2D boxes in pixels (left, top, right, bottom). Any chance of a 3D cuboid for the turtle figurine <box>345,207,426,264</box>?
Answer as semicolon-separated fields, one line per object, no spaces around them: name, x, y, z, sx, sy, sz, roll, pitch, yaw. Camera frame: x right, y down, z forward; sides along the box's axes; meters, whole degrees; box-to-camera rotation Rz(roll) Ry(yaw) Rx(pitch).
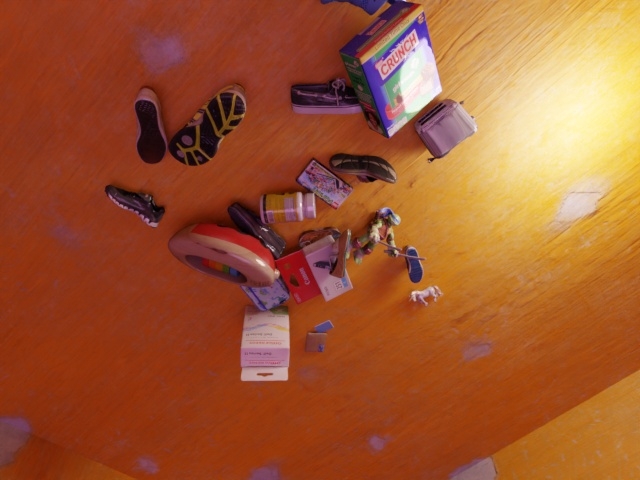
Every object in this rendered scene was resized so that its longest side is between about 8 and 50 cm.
turtle figurine;0.232;0.029;1.705;0.266;0.198;0.274;-33;82;29

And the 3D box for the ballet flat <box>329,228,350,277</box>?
ballet flat;0.073;0.055;1.678;0.073;0.080;0.232;6;120;2

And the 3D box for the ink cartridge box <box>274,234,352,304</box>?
ink cartridge box;-0.022;0.150;1.791;0.261;0.066;0.296;-26;129;-4

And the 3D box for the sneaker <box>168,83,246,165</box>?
sneaker;-0.384;-0.397;1.466;0.385;0.147;0.145;-28;123;30

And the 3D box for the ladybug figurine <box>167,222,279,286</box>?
ladybug figurine;-0.369;0.052;1.649;0.449;0.162;0.305;19;153;0

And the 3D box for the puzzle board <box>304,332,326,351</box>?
puzzle board;-0.024;0.505;2.066;0.096;0.011;0.128;3;123;-9

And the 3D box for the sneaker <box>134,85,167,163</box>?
sneaker;-0.591;-0.404;1.466;0.106;0.123;0.290;2;141;-19

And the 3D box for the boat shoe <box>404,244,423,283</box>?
boat shoe;0.413;0.102;1.857;0.066;0.066;0.183;-13;114;-1

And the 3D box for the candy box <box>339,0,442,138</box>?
candy box;0.236;-0.545;1.350;0.268;0.122;0.317;-43;136;-7

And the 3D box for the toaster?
toaster;0.450;-0.412;1.543;0.227;0.129;0.146;-38;112;17

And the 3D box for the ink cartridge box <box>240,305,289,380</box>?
ink cartridge box;-0.237;0.435;1.812;0.207;0.353;0.119;2;119;-7

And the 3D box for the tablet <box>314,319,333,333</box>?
tablet;0.017;0.421;2.030;0.083;0.006;0.054;-26;119;10

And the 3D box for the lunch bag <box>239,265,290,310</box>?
lunch bag;-0.247;0.200;1.834;0.176;0.090;0.219;-25;118;11

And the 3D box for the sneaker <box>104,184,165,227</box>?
sneaker;-0.699;-0.153;1.599;0.106;0.078;0.234;-43;118;14

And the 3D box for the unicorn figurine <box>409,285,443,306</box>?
unicorn figurine;0.488;0.262;1.967;0.162;0.060;0.111;-36;117;-5

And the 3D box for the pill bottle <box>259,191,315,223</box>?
pill bottle;-0.126;-0.129;1.634;0.208;0.119;0.119;-4;120;2

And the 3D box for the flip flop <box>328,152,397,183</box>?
flip flop;0.163;-0.267;1.614;0.277;0.112;0.080;5;144;-11

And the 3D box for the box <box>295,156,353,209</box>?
box;0.017;-0.222;1.653;0.207;0.036;0.114;33;111;-21

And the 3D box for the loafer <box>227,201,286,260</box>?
loafer;-0.254;-0.049;1.703;0.302;0.109;0.095;51;60;-26

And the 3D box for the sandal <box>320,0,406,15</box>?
sandal;0.154;-0.779;1.312;0.317;0.126;0.138;-10;124;1

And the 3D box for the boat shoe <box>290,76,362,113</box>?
boat shoe;0.049;-0.511;1.452;0.306;0.113;0.105;1;134;4

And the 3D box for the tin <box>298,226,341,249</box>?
tin;0.000;0.000;1.777;0.190;0.040;0.106;-10;116;-1
